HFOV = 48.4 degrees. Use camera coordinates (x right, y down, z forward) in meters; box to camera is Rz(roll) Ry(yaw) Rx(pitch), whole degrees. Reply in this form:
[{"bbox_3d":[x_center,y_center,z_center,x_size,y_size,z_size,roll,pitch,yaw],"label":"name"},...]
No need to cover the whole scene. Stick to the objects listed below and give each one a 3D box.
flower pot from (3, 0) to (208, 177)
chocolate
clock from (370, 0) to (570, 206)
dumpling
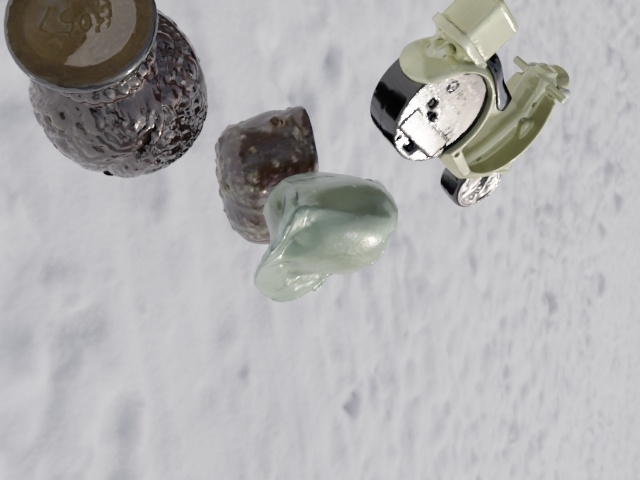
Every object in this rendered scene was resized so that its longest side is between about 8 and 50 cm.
[{"bbox_3d":[-0.301,-0.248,1.008,0.267,0.266,0.267,103,-11,-78],"label":"flower pot"},{"bbox_3d":[-0.130,-0.134,1.605,0.210,0.225,0.340,-16,130,-18],"label":"chocolate"},{"bbox_3d":[0.243,-0.202,1.100,0.379,0.276,0.120,23,27,-54],"label":"clock"},{"bbox_3d":[0.007,-0.029,1.279,0.320,0.270,0.212,5,64,-30],"label":"dumpling"}]
